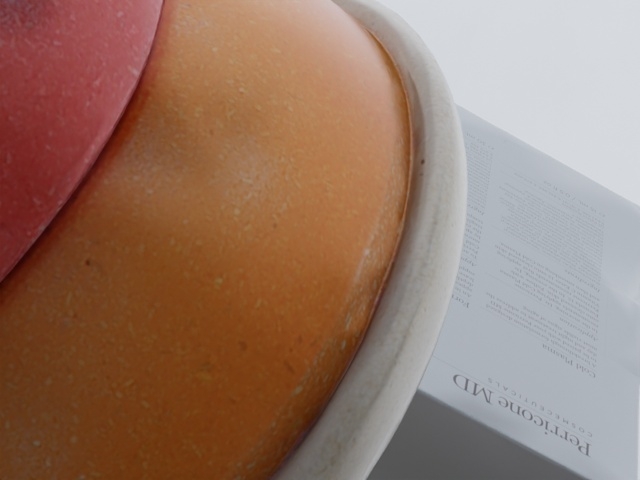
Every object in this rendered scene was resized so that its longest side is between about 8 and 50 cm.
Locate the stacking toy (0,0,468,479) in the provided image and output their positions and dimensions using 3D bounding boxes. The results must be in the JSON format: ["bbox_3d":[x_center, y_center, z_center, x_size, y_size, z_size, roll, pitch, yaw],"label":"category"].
[{"bbox_3d":[-0.210,-0.076,0.622,0.351,0.350,0.480,-11,-43,41],"label":"stacking toy"}]

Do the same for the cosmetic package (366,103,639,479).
[{"bbox_3d":[0.000,0.000,1.044,0.377,0.284,0.097,29,-59,-8],"label":"cosmetic package"}]
